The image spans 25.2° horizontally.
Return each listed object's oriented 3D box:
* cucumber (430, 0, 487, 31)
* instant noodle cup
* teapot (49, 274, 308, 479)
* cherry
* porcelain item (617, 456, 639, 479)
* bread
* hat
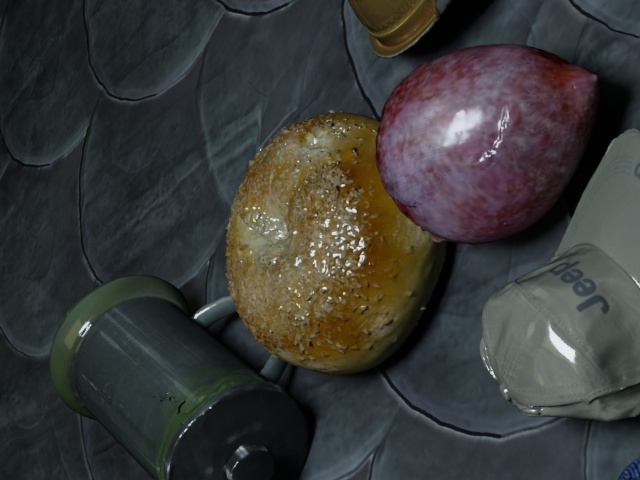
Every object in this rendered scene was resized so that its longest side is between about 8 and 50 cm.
[{"bbox_3d":[0.188,-0.313,1.515,0.245,0.067,0.067,-55,42,33],"label":"cucumber"},{"bbox_3d":[0.089,-0.340,1.567,0.274,0.090,0.274,-51,26,37],"label":"instant noodle cup"},{"bbox_3d":[-0.142,0.175,1.703,0.270,0.200,0.337,-43,39,-11],"label":"teapot"},{"bbox_3d":[0.166,-0.104,1.393,0.249,0.175,0.192,-26,46,37],"label":"cherry"},{"bbox_3d":[0.261,0.280,1.196,0.288,0.138,0.186,-61,22,26],"label":"porcelain item"},{"bbox_3d":[0.000,0.000,1.579,0.305,0.158,0.306,-18,67,48],"label":"bread"},{"bbox_3d":[0.236,0.032,1.272,0.214,0.149,0.245,43,138,49],"label":"hat"}]
